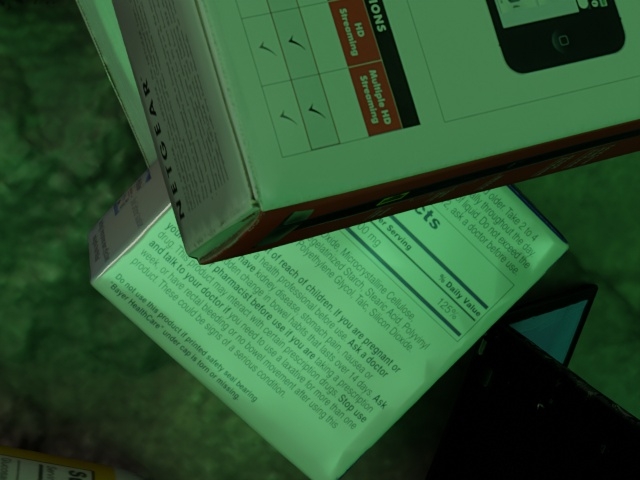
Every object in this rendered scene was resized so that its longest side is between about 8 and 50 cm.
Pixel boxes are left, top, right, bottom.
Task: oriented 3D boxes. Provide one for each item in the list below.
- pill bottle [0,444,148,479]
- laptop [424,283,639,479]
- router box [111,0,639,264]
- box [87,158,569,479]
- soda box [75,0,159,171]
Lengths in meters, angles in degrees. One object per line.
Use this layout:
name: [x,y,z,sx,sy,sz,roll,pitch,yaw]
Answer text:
pill bottle: [-0.170,0.176,0.735,0.334,0.188,0.188,13,103,-12]
laptop: [0.097,0.160,0.715,0.137,0.264,0.234,12,104,-31]
router box: [0.055,-0.189,0.616,0.301,0.082,0.335,-14,83,-21]
box: [0.000,0.000,0.675,0.137,0.072,0.126,-45,106,5]
soda box: [-0.038,-0.073,0.735,0.098,0.091,0.286,-23,107,-2]
